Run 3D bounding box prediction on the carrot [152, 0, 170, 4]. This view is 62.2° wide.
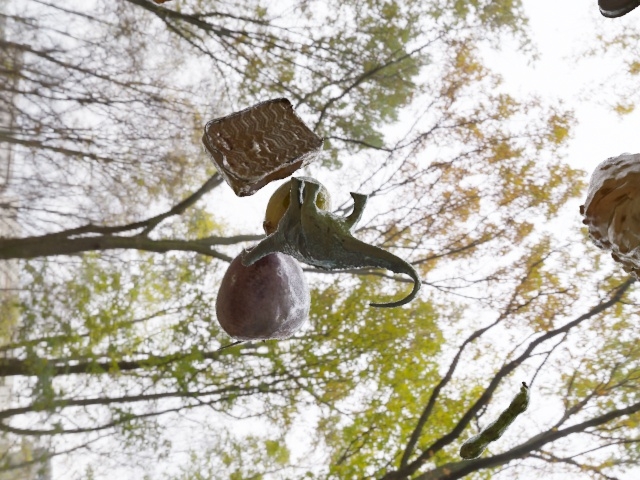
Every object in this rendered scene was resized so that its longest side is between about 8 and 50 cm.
[{"bbox_3d":[-0.311,-0.542,0.918,0.159,0.225,0.159,-17,-123,28],"label":"carrot"}]

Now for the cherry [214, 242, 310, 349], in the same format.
[{"bbox_3d":[-0.128,0.129,1.188,0.183,0.213,0.266,28,-70,50],"label":"cherry"}]

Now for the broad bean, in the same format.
[{"bbox_3d":[0.438,0.451,1.310,0.256,0.052,0.053,-42,-111,-11],"label":"broad bean"}]

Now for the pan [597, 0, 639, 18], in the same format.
[{"bbox_3d":[0.620,-0.478,1.016,0.136,0.028,0.235,-55,-150,29],"label":"pan"}]

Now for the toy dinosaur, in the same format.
[{"bbox_3d":[-0.001,-0.012,0.731,0.363,0.076,0.147,10,-85,46],"label":"toy dinosaur"}]

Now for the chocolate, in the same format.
[{"bbox_3d":[-0.112,-0.171,0.995,0.148,0.214,0.093,52,-31,14],"label":"chocolate"}]

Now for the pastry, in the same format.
[{"bbox_3d":[0.470,0.003,0.646,0.311,0.255,0.162,35,-73,55],"label":"pastry"}]

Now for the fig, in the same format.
[{"bbox_3d":[-0.043,-0.056,1.075,0.136,0.121,0.153,20,-95,51],"label":"fig"}]
